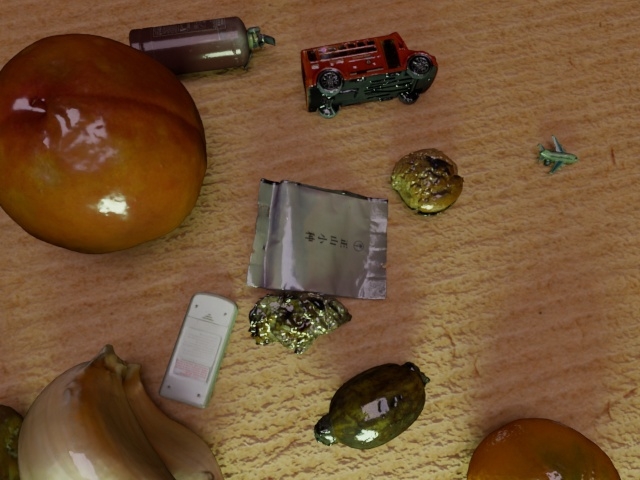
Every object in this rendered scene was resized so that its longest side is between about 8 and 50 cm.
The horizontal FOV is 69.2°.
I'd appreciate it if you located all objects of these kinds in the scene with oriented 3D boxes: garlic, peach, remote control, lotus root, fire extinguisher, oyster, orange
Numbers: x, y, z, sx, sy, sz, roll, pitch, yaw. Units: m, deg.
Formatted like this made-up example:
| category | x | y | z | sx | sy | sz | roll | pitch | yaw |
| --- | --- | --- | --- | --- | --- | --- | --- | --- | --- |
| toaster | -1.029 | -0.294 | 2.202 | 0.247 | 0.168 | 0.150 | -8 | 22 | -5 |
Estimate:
| category | x | y | z | sx | sy | sz | roll | pitch | yaw |
| --- | --- | --- | --- | --- | --- | --- | --- | --- | --- |
| garlic | -0.276 | 0.315 | 0.670 | 0.249 | 0.286 | 0.313 | -25 | 72 | -43 |
| peach | -0.354 | -0.147 | 0.746 | 0.343 | 0.301 | 0.342 | 1 | 75 | -2 |
| remote control | -0.209 | 0.186 | 0.808 | 0.088 | 0.029 | 0.189 | 15 | 77 | 2 |
| lotus root | 0.086 | 0.270 | 0.748 | 0.210 | 0.120 | 0.120 | -28 | 79 | -10 |
| fire extinguisher | -0.224 | -0.377 | 0.908 | 0.269 | 0.105 | 0.104 | -8 | 77 | -4 |
| oyster | -0.034 | 0.140 | 0.795 | 0.177 | 0.056 | 0.105 | 1 | 106 | -9 |
| orange | 0.340 | 0.394 | 0.694 | 0.240 | 0.171 | 0.240 | 1 | 75 | -4 |

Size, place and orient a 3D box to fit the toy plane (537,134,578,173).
| category | x | y | z | sx | sy | sz | roll | pitch | yaw |
| --- | --- | --- | --- | --- | --- | --- | --- | --- | --- |
| toy plane | 0.460 | -0.163 | 0.905 | 0.083 | 0.033 | 0.080 | 11 | 76 | -6 |

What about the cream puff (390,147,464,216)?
| category | x | y | z | sx | sy | sz | roll | pitch | yaw |
| --- | --- | --- | --- | --- | --- | --- | --- | --- | --- |
| cream puff | 0.197 | -0.112 | 0.854 | 0.133 | 0.104 | 0.119 | 32 | 85 | 7 |

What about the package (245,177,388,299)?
| category | x | y | z | sx | sy | sz | roll | pitch | yaw |
| --- | --- | --- | --- | --- | --- | --- | --- | --- | --- |
| package | 0.000 | 0.000 | 0.849 | 0.251 | 0.062 | 0.203 | 8 | 76 | -12 |

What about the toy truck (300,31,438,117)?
| category | x | y | z | sx | sy | sz | roll | pitch | yaw |
| --- | --- | --- | --- | --- | --- | --- | --- | --- | --- |
| toy truck | 0.090 | -0.324 | 0.897 | 0.253 | 0.107 | 0.114 | -12 | 77 | -4 |

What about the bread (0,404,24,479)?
| category | x | y | z | sx | sy | sz | roll | pitch | yaw |
| --- | --- | --- | --- | --- | --- | --- | --- | --- | --- |
| bread | -0.550 | 0.362 | 0.687 | 0.247 | 0.176 | 0.195 | -17 | 89 | -8 |
